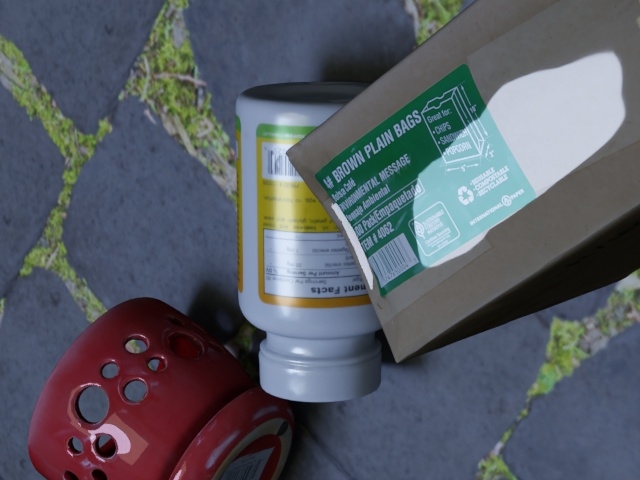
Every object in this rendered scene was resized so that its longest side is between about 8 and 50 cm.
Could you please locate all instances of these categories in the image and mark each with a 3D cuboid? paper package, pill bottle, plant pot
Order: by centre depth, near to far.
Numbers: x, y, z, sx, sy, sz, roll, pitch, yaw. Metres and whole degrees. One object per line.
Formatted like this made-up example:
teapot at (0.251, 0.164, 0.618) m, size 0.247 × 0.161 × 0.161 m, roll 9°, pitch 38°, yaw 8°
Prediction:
paper package at (0.198, -0.088, 1.196) m, size 0.325 × 0.309 × 0.168 m, roll -36°, pitch 76°, yaw 40°
pill bottle at (0.000, 0.000, 1.497) m, size 0.136 × 0.136 × 0.245 m, roll 10°, pitch 107°, yaw 38°
plant pot at (-0.133, 0.172, 1.617) m, size 0.174 × 0.191 × 0.191 m, roll 34°, pitch 120°, yaw 24°
